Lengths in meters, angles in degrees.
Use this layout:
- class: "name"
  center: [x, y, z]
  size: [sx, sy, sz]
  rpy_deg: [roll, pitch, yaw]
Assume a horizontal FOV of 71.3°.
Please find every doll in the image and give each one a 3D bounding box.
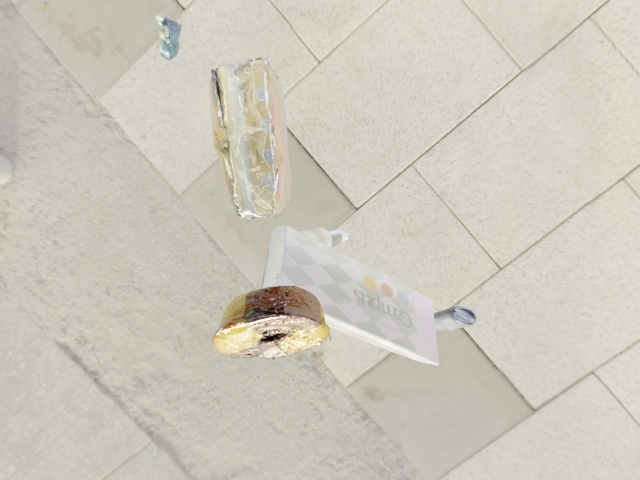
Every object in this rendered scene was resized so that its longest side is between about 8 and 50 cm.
- class: "doll"
  center: [-0.321, -0.422, 0.940]
  size: [0.050, 0.083, 0.076]
  rpy_deg: [-1, 54, -26]

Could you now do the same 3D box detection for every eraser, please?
- class: "eraser"
  center: [0.071, 0.118, 0.941]
  size: [0.397, 0.213, 0.082]
  rpy_deg: [26, 133, -22]

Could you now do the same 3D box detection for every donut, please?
- class: "donut"
  center: [-0.080, 0.134, 0.723]
  size: [0.184, 0.166, 0.073]
  rpy_deg: [-22, 51, 22]

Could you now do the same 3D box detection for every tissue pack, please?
- class: "tissue pack"
  center: [-0.119, -0.176, 0.807]
  size: [0.123, 0.215, 0.256]
  rpy_deg: [-3, 103, 3]

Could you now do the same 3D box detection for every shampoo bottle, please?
- class: "shampoo bottle"
  center: [0.385, 0.240, 1.347]
  size: [0.087, 0.233, 0.049]
  rpy_deg: [19, 72, -1]
- class: "shampoo bottle"
  center: [0.000, 0.000, 1.169]
  size: [0.074, 0.192, 0.074]
  rpy_deg: [8, 104, 34]
